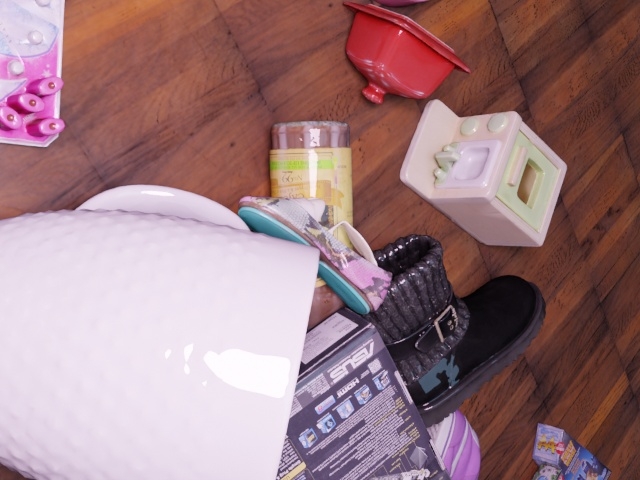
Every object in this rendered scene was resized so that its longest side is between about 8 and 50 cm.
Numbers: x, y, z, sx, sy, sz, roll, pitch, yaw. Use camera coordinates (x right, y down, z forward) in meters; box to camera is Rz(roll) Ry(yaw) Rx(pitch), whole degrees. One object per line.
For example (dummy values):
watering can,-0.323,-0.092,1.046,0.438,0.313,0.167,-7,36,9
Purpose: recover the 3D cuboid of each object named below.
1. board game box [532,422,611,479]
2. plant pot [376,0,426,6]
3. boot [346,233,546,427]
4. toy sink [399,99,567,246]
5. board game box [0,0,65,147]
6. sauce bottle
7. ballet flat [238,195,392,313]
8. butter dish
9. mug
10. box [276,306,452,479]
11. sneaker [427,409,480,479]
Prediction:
board game box,0.442,0.443,1.437,0.194,0.060,0.194,-49,119,-26
plant pot,0.158,-0.446,1.090,0.201,0.180,0.201,-2,93,-38
boot,0.195,0.088,1.175,0.348,0.131,0.260,-38,115,-31
toy sink,0.265,-0.108,1.222,0.234,0.131,0.152,34,71,-34
board game box,-0.419,-0.301,0.711,0.390,0.050,0.389,3,90,-39
sauce bottle,-0.008,0.016,1.019,0.111,0.111,0.344,-7,96,-39
ballet flat,0.000,0.000,0.933,0.221,0.077,0.079,39,67,-18
butter dish,0.100,-0.249,1.093,0.160,0.160,0.118,23,101,-38
mug,-0.182,0.075,0.774,0.328,0.276,0.374,12,42,-2
box,-0.043,0.320,0.956,0.395,0.097,0.318,-35,112,-16
sneaker,0.169,0.395,1.189,0.161,0.102,0.282,46,64,-34
